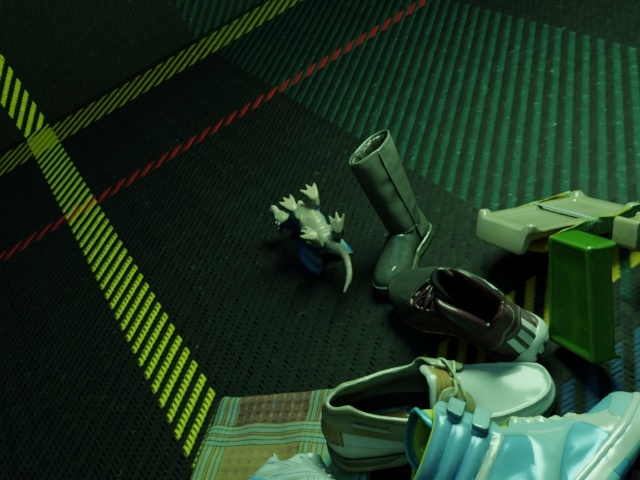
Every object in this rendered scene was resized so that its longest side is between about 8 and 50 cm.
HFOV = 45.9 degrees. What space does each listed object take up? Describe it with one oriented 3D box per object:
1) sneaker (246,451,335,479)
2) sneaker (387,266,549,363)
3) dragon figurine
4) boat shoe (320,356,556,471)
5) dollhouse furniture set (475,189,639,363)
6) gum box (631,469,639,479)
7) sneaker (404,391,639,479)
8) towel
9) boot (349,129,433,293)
[{"bbox_3d":[-0.006,0.295,0.915,0.191,0.071,0.083,4,37,33],"label":"sneaker"},{"bbox_3d":[0.172,0.070,1.050,0.281,0.162,0.106,19,75,48],"label":"sneaker"},{"bbox_3d":[0.000,0.000,1.329,0.085,0.144,0.289,-33,55,-13],"label":"dragon figurine"},{"bbox_3d":[0.150,0.205,0.940,0.303,0.103,0.113,-16,38,-3],"label":"boat shoe"},{"bbox_3d":[0.376,0.035,1.079,0.198,0.151,0.301,-11,15,-15],"label":"dollhouse furniture set"},{"bbox_3d":[0.352,0.324,0.726,0.107,0.062,0.188,-2,41,30],"label":"gum box"},{"bbox_3d":[0.214,0.212,0.804,0.208,0.127,0.319,31,37,28],"label":"sneaker"},{"bbox_3d":[-0.068,0.345,0.974,0.272,0.040,0.370,-9,38,20],"label":"towel"},{"bbox_3d":[0.104,-0.045,1.218,0.076,0.208,0.189,0,42,32],"label":"boot"}]
